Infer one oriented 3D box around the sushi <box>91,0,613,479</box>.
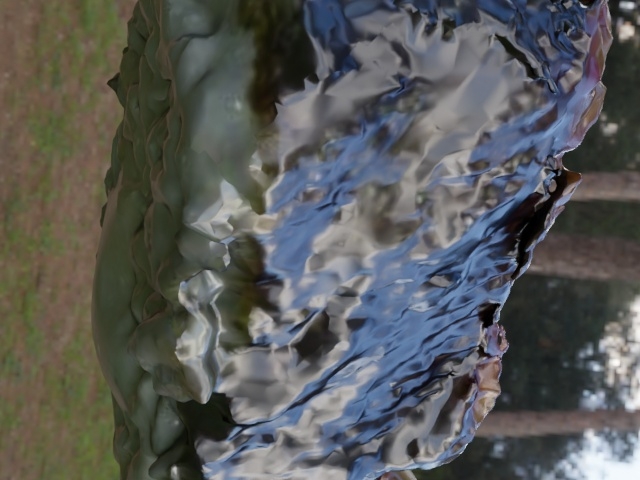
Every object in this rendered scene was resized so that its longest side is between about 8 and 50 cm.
[{"bbox_3d":[0.000,0.000,0.492,0.343,0.182,0.196,105,-16,-47],"label":"sushi"}]
